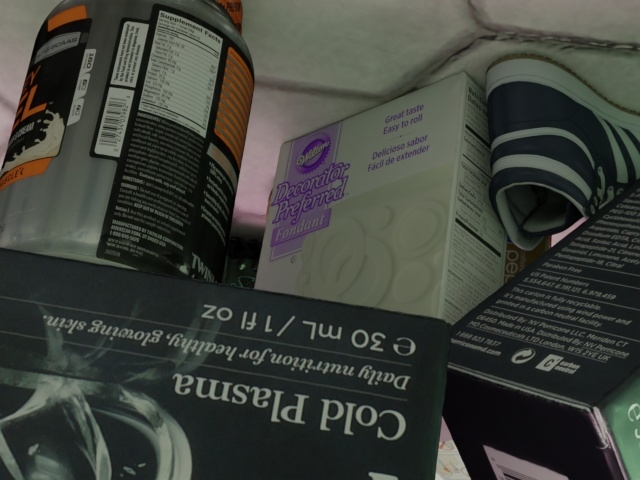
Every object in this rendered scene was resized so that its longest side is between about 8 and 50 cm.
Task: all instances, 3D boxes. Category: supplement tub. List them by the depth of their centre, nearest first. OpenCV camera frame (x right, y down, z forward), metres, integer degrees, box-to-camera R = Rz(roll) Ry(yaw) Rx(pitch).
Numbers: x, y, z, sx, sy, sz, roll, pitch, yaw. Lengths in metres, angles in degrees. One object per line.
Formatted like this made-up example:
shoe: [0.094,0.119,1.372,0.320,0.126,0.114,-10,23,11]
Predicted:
supplement tub: [-0.161,-0.077,1.178,0.194,0.316,0.193,6,150,3]

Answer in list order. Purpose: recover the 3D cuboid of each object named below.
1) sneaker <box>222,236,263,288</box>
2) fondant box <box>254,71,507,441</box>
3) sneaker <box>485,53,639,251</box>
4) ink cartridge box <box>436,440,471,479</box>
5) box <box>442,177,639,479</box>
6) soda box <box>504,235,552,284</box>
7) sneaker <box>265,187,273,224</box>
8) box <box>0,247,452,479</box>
sneaker: [-0.095,0.035,1.607,0.341,0.125,0.139,31,117,-33]
fondant box: [0.051,0.032,1.310,0.238,0.330,0.096,-19,138,38]
sneaker: [0.261,-0.048,1.303,0.282,0.153,0.099,23,147,-29]
ink cartridge box: [0.276,0.271,1.796,0.385,0.091,0.308,-7,138,43]
box: [0.327,0.120,1.162,0.212,0.395,0.293,11,132,56]
soda box: [0.199,0.025,1.419,0.061,0.181,0.058,0,150,14]
sneaker: [0.000,0.000,1.546,0.070,0.084,0.185,-8,122,28]
box: [-0.178,0.283,1.008,0.480,0.471,0.297,9,150,0]
